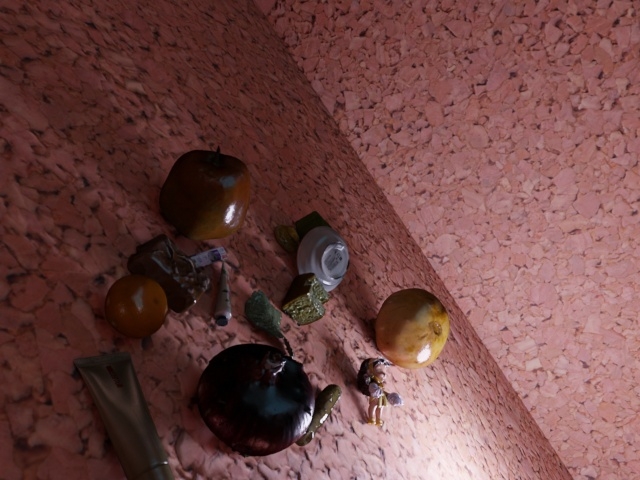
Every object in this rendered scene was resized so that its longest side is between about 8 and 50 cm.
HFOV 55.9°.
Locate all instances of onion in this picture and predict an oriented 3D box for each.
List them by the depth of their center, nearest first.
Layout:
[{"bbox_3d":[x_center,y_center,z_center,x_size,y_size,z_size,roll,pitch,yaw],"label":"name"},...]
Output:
[{"bbox_3d":[-0.155,0.386,1.517,0.313,0.232,0.314,16,39,-14],"label":"onion"}]

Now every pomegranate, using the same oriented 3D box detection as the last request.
[{"bbox_3d":[0.356,0.359,2.480,0.338,0.338,0.338,42,27,-27],"label":"pomegranate"}]

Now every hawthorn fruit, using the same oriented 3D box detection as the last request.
[{"bbox_3d":[-0.335,-0.154,1.828,0.267,0.301,0.268,19,35,-14],"label":"hawthorn fruit"}]

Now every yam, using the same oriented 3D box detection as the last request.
[{"bbox_3d":[-0.007,0.525,1.839,0.067,0.071,0.317,14,15,16],"label":"yam"}]

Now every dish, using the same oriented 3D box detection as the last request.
[{"bbox_3d":[0.034,0.075,2.307,0.260,0.085,0.261,-2,93,-41],"label":"dish"}]

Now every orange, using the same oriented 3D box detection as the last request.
[{"bbox_3d":[-0.443,0.159,1.445,0.156,0.124,0.156,44,37,-48],"label":"orange"}]

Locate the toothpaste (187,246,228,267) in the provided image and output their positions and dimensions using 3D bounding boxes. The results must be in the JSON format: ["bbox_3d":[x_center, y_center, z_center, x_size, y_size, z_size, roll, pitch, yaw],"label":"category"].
[{"bbox_3d":[-0.353,0.059,1.841,0.047,0.040,0.196,61,24,3],"label":"toothpaste"}]

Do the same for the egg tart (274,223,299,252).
[{"bbox_3d":[-0.125,-0.016,2.348,0.130,0.052,0.130,39,31,-30],"label":"egg tart"}]

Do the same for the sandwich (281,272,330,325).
[{"bbox_3d":[-0.045,0.188,2.143,0.122,0.128,0.236,55,23,-20],"label":"sandwich"}]

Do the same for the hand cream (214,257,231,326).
[{"bbox_3d":[-0.290,0.158,1.813,0.234,0.050,0.080,-96,179,-47],"label":"hand cream"}]

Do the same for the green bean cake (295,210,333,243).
[{"bbox_3d":[0.000,0.000,2.466,0.200,0.113,0.214,44,18,-36],"label":"green bean cake"}]

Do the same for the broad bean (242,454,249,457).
[{"bbox_3d":[-0.146,0.521,1.618,0.065,0.046,0.254,49,22,4],"label":"broad bean"}]

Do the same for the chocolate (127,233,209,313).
[{"bbox_3d":[-0.408,0.082,1.643,0.214,0.093,0.148,48,23,-15],"label":"chocolate"}]

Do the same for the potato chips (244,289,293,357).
[{"bbox_3d":[-0.150,0.272,1.923,0.228,0.059,0.167,47,15,-17],"label":"potato chips"}]

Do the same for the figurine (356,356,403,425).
[{"bbox_3d":[0.199,0.535,2.157,0.174,0.115,0.240,30,40,-39],"label":"figurine"}]

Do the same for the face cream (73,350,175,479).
[{"bbox_3d":[-0.406,0.389,1.280,0.137,0.084,0.341,0,51,-50],"label":"face cream"}]
